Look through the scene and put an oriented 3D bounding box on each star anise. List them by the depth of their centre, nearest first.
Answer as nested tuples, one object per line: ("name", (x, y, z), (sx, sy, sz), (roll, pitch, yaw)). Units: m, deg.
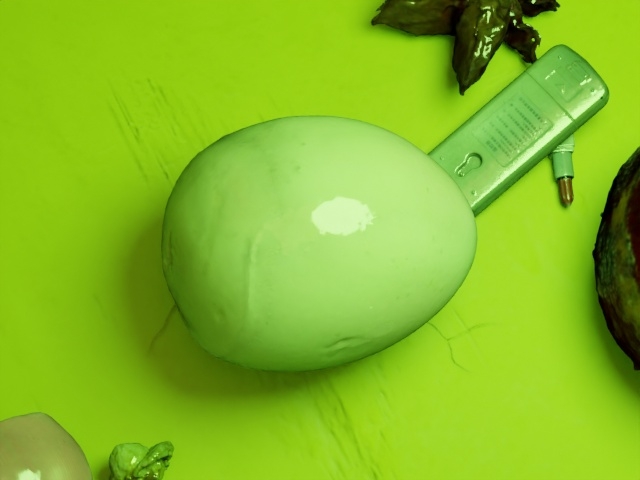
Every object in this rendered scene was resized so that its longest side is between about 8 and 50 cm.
("star anise", (0.188, -0.339, 1.668), (0.237, 0.148, 0.346), (5, 86, -4))

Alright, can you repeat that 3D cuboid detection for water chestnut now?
("water chestnut", (0.473, 0.004, 1.493), (0.350, 0.302, 0.350), (0, 76, 2))

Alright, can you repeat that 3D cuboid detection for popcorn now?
("popcorn", (-0.201, 0.252, 1.517), (0.083, 0.059, 0.068), (-32, 114, 22))

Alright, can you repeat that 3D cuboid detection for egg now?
("egg", (0.000, 0.000, 1.492), (0.345, 0.283, 0.283), (-8, 74, -12))

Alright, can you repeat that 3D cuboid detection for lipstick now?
("lipstick", (0.295, -0.102, 1.660), (0.030, 0.030, 0.129), (-2, 73, -3))

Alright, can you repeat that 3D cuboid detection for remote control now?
("remote control", (0.236, -0.134, 1.642), (0.233, 0.038, 0.098), (-41, 72, -1))

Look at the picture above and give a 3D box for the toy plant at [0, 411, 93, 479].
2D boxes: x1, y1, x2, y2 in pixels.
("toy plant", (-0.290, 0.376, 1.423), (0.317, 0.210, 0.356), (-41, 81, 22))
